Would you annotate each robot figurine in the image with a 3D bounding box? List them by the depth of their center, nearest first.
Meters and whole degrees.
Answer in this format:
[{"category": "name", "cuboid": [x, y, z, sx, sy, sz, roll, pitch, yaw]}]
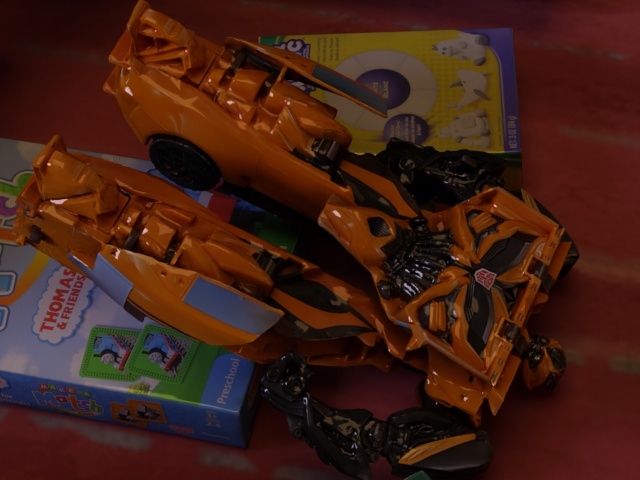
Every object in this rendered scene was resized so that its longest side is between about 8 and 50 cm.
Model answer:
[{"category": "robot figurine", "cuboid": [0.000, 0.000, 0.957, 0.291, 0.085, 0.211, 26, 59, 2]}]

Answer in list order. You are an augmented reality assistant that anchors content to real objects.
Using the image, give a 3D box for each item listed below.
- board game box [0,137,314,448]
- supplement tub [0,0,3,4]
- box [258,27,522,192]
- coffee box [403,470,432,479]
[{"category": "board game box", "cuboid": [-0.123, 0.023, 1.022, 0.211, 0.039, 0.160, 8, 53, 12]}, {"category": "supplement tub", "cuboid": [-0.339, -0.102, 1.021, 0.228, 0.228, 0.316, 23, 57, 21]}, {"category": "box", "cuboid": [0.028, -0.075, 1.086, 0.179, 0.043, 0.105, -3, 51, 5]}, {"category": "coffee box", "cuboid": [0.058, 0.205, 0.859, 0.113, 0.040, 0.184, -32, 56, -19]}]
